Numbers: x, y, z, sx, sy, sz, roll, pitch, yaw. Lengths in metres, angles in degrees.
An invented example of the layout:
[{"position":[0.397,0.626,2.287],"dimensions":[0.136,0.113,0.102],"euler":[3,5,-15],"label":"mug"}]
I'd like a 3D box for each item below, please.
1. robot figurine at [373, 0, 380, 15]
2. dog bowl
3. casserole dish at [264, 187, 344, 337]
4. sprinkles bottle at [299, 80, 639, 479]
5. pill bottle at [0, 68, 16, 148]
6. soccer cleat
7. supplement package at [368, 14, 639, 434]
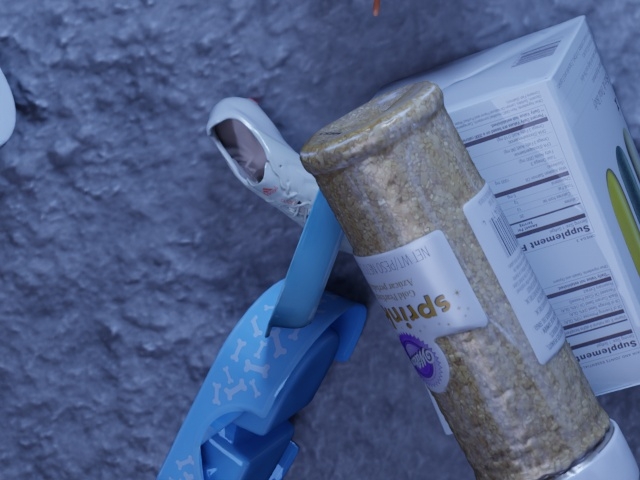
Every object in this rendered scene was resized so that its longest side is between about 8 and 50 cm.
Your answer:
[{"position":[0.067,-0.297,1.531],"dimensions":[0.158,0.128,0.219],"euler":[27,117,5],"label":"robot figurine"},{"position":[-0.062,0.159,1.744],"dimensions":[0.074,0.166,0.297],"euler":[35,118,15],"label":"dog bowl"},{"position":[0.000,0.000,1.607],"dimensions":[0.037,0.114,0.188],"euler":[21,87,1],"label":"casserole dish"},{"position":[0.116,0.058,1.439],"dimensions":[0.121,0.121,0.355],"euler":[-23,102,24],"label":"sprinkles bottle"},{"position":[-0.464,-0.056,1.752],"dimensions":[0.361,0.204,0.204],"euler":[-36,97,27],"label":"pill bottle"},{"position":[-0.026,-0.050,1.689],"dimensions":[0.196,0.076,0.068],"euler":[42,117,-2],"label":"soccer cleat"},{"position":[0.164,-0.015,1.574],"dimensions":[0.198,0.199,0.262],"euler":[-18,105,22],"label":"supplement package"}]
